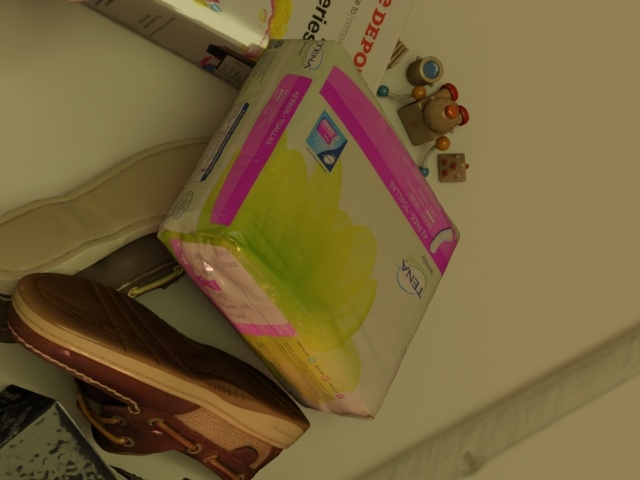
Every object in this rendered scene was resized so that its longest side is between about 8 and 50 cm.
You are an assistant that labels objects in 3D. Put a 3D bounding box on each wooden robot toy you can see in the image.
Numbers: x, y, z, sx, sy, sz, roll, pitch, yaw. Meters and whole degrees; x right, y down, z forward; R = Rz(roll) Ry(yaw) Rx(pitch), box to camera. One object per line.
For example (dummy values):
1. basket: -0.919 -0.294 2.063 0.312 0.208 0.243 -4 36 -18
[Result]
1. wooden robot toy: 0.117 -0.136 1.541 0.076 0.079 0.173 -30 98 -21

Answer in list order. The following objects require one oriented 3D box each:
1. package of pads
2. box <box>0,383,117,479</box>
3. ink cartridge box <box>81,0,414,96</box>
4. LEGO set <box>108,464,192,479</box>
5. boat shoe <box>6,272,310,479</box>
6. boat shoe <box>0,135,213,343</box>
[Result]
1. package of pads: 0.000 0.000 1.390 0.296 0.101 0.229 53 55 -42
2. box: -0.278 0.210 1.310 0.158 0.156 0.093 -39 106 -20
3. ink cartridge box: -0.053 -0.257 1.457 0.278 0.117 0.201 27 76 -18
4. LEGO set: -0.030 0.296 1.351 0.331 0.255 0.192 31 66 -24
5. boat shoe: -0.154 0.139 1.350 0.123 0.123 0.342 -50 138 8
6. boat shoe: -0.166 -0.003 1.406 0.324 0.116 0.097 -25 139 -31
